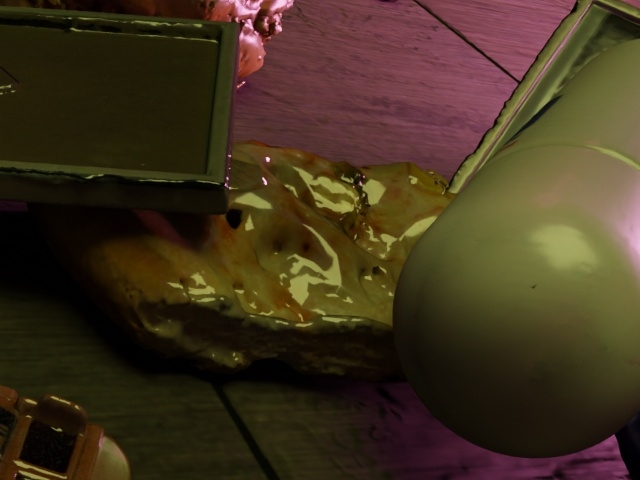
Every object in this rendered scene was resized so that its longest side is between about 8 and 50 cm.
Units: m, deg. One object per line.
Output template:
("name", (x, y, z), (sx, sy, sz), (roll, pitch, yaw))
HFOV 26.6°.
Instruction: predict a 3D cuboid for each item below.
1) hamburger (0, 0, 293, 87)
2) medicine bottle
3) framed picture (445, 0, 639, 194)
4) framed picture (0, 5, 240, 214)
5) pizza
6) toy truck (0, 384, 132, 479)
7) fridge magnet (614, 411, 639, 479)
("hamburger", (-0.130, -0.180, 0.933), (0.214, 0.108, 0.213), (17, 27, -9))
("medicine bottle", (0.142, -0.005, 0.705), (0.130, 0.130, 0.341), (27, 31, 13))
("framed picture", (0.217, -0.061, 0.927), (0.192, 0.018, 0.265), (26, 54, 14))
("framed picture", (-0.199, -0.080, 0.697), (0.315, 0.024, 0.232), (5, 27, -3))
("pizza", (0.000, 0.000, 0.717), (0.297, 0.071, 0.189), (6, 28, -30))
("toy truck", (-0.110, 0.119, 0.385), (0.092, 0.083, 0.192), (17, 27, -7))
("fridge magnet", (0.275, 0.111, 0.652), (0.266, 0.112, 0.265), (12, 24, -6))
